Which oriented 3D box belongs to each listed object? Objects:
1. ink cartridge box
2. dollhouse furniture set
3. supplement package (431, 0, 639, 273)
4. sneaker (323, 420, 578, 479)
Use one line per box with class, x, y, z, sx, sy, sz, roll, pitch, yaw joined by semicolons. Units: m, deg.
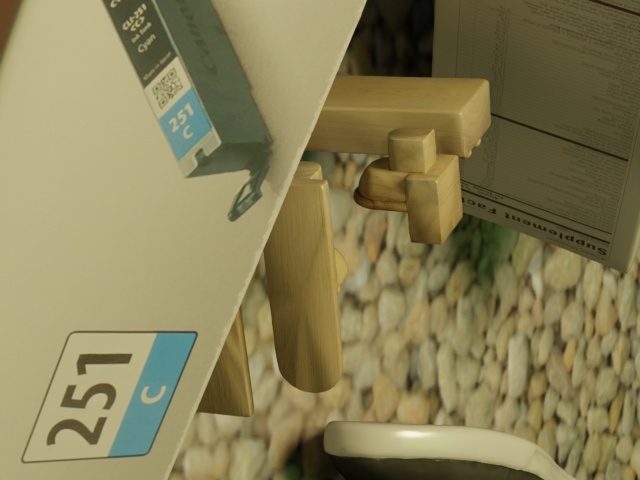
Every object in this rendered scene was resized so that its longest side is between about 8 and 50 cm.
ink cartridge box;-0.126;-0.034;0.551;0.261;0.066;0.296;3;118;-41
dollhouse furniture set;0.000;0.000;0.830;0.151;0.144;0.123;-50;139;-58
supplement package;0.147;-0.117;0.928;0.244;0.139;0.134;88;27;-57
sneaker;0.084;0.195;0.980;0.295;0.104;0.147;35;62;-55
